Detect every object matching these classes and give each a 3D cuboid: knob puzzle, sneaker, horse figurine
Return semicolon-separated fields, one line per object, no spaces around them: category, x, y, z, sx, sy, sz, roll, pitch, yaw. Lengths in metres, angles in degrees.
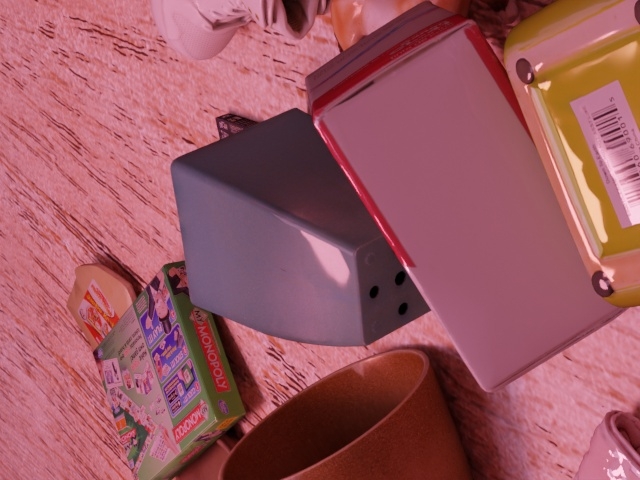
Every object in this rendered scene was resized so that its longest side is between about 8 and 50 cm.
knob puzzle;-0.287;0.110;2.313;0.213;0.030;0.213;33;136;40
sneaker;-0.076;-0.238;1.587;0.169;0.108;0.292;59;151;24
horse figurine;0.075;-0.171;1.403;0.263;0.066;0.174;23;135;52

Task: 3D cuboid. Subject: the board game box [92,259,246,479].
board game box;-0.206;0.185;2.139;0.317;0.046;0.213;-45;62;56

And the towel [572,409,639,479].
towel;0.295;0.356;1.364;0.317;0.053;0.332;49;140;34

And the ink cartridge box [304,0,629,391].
ink cartridge box;0.098;-0.048;1.187;0.226;0.131;0.306;56;-174;-10

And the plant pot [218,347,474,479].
plant pot;0.063;0.277;1.607;0.254;0.237;0.237;60;155;-11

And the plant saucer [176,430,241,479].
plant saucer;-0.113;0.364;2.169;0.278;0.041;0.278;42;143;43

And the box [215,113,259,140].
box;-0.083;-0.101;1.797;0.083;0.018;0.067;21;127;56

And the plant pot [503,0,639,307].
plant pot;0.254;-0.085;0.980;0.227;0.207;0.228;-20;92;63

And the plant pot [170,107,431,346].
plant pot;0.000;0.000;1.574;0.234;0.166;0.165;25;131;44
